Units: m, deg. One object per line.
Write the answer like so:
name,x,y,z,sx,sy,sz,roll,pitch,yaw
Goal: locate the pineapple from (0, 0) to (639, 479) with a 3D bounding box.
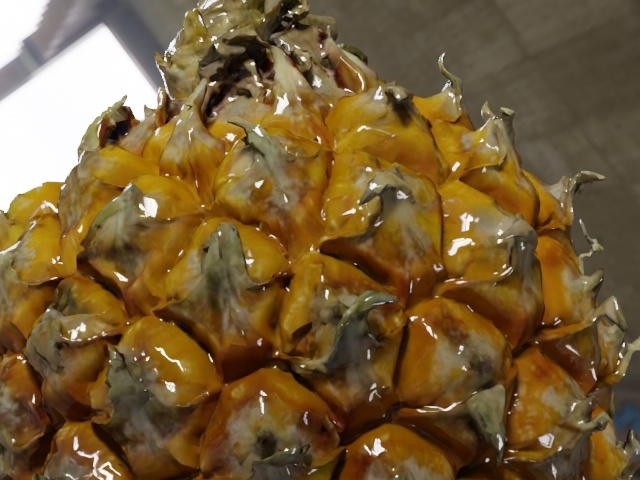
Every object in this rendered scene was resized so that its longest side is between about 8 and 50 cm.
pineapple,-0.001,-0.004,0.712,0.209,0.344,0.286,175,-93,-69
